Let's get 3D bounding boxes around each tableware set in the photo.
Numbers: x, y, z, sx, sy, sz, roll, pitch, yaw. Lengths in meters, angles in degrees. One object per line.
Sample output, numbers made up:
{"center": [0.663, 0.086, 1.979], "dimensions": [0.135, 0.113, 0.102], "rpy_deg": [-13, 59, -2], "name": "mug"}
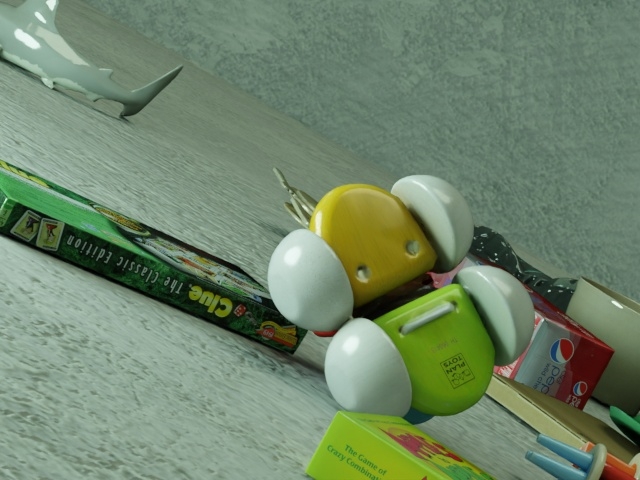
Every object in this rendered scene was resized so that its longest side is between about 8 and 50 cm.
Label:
{"center": [0.000, 0.000, 2.072], "dimensions": [0.128, 0.039, 0.194], "rpy_deg": [39, 8, -21], "name": "tableware set"}

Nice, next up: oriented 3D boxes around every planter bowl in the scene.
{"center": [0.332, 0.125, 2.184], "dimensions": [0.162, 0.109, 0.162], "rpy_deg": [29, 7, -4], "name": "planter bowl"}

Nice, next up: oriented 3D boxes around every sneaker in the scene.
{"center": [0.238, 0.073, 2.389], "dimensions": [0.267, 0.101, 0.106], "rpy_deg": [32, -15, 33], "name": "sneaker"}

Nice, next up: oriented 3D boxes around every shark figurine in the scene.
{"center": [-0.300, -0.233, 2.299], "dimensions": [0.278, 0.116, 0.166], "rpy_deg": [26, 8, -6], "name": "shark figurine"}

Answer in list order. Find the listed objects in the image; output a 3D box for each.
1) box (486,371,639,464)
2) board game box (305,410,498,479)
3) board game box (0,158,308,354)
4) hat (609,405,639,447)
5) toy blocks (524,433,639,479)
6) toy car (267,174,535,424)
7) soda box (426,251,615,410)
{"center": [0.252, 0.186, 1.743], "dimensions": [0.164, 0.021, 0.201], "rpy_deg": [25, 6, -37], "name": "box"}
{"center": [0.089, 0.161, 1.119], "dimensions": [0.181, 0.043, 0.092], "rpy_deg": [32, 7, 25], "name": "board game box"}
{"center": [-0.141, 0.006, 1.438], "dimensions": [0.259, 0.030, 0.136], "rpy_deg": [25, 9, -30], "name": "board game box"}
{"center": [0.387, 0.143, 1.778], "dimensions": [0.173, 0.183, 0.208], "rpy_deg": [40, -2, -21], "name": "hat"}
{"center": [0.221, 0.182, 1.490], "dimensions": [0.148, 0.054, 0.123], "rpy_deg": [28, 7, -3], "name": "toy blocks"}
{"center": [0.048, 0.054, 1.411], "dimensions": [0.182, 0.159, 0.136], "rpy_deg": [57, -30, 15], "name": "toy car"}
{"center": [0.183, 0.086, 1.961], "dimensions": [0.092, 0.083, 0.263], "rpy_deg": [25, 8, -25], "name": "soda box"}
